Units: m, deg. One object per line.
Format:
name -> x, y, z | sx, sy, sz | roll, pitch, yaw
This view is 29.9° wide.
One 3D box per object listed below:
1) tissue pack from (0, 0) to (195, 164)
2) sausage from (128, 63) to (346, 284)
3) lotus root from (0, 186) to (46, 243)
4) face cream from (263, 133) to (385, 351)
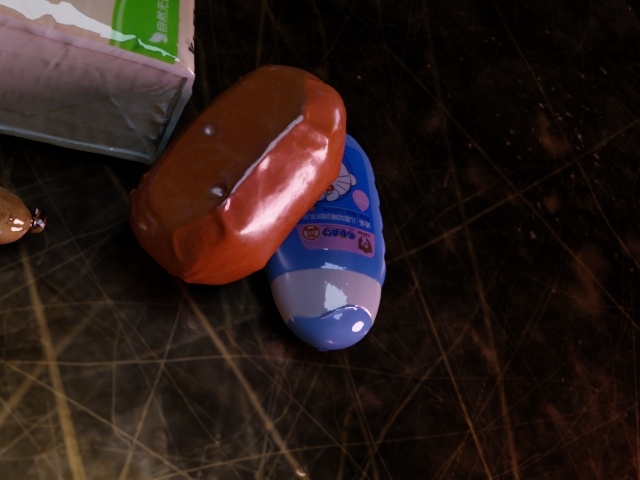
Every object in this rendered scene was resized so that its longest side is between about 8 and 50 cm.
tissue pack -> -0.300, -0.318, 1.268 | 0.332, 0.205, 0.405 | 11, 54, -22
sausage -> -0.077, -0.072, 1.243 | 0.153, 0.141, 0.268 | 31, 67, 26
lotus root -> -0.340, -0.032, 1.146 | 0.152, 0.063, 0.072 | 18, 14, -17
face cream -> 0.000, 0.000, 1.329 | 0.149, 0.083, 0.264 | 4, 58, -15
